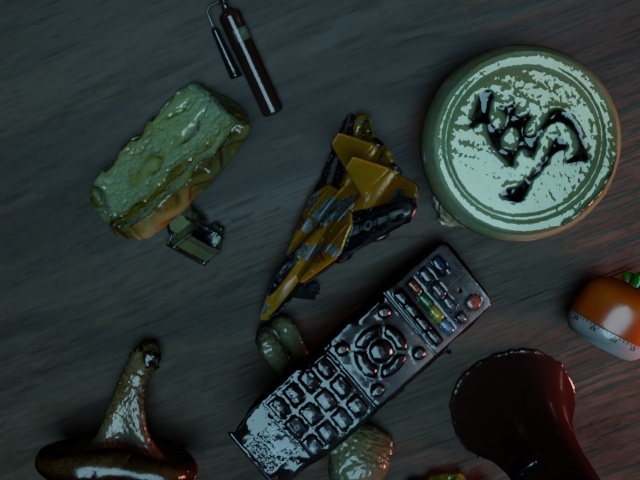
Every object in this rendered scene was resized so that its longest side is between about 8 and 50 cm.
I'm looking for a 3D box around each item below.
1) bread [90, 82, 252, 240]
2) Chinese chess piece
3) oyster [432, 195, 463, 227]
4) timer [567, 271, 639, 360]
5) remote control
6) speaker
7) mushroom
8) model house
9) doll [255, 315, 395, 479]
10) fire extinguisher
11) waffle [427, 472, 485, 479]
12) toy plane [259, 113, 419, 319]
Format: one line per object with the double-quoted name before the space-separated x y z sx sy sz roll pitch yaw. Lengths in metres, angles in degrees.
"bread" -0.193 -0.100 1.003 0.232 0.088 0.128 -43 64 5
"Chinese chess piece" 0.253 -0.123 0.982 0.250 0.101 0.250 0 95 5
"oyster" 0.213 -0.045 1.067 0.100 0.037 0.098 -29 106 7
"timer" 0.429 0.098 1.096 0.136 0.099 0.136 -4 105 -15
"remote control" 0.060 0.173 1.070 0.399 0.062 0.144 -40 100 -7
"speaker" 0.334 0.334 1.057 0.198 0.329 0.259 -39 112 9
"mushroom" -0.287 0.250 1.109 0.227 0.148 0.218 4 90 -14
"model house" -0.182 -0.008 1.057 0.083 0.057 0.058 30 132 -31
"doll" -0.001 0.254 1.129 0.286 0.091 0.203 32 70 -23
"fire extinguisher" -0.104 -0.241 0.995 0.049 0.035 0.173 -8 113 41
"waffle" 0.234 0.488 1.228 0.280 0.060 0.262 -3 110 2
"toy plane" 0.011 0.001 1.036 0.103 0.204 0.316 6 129 -32
